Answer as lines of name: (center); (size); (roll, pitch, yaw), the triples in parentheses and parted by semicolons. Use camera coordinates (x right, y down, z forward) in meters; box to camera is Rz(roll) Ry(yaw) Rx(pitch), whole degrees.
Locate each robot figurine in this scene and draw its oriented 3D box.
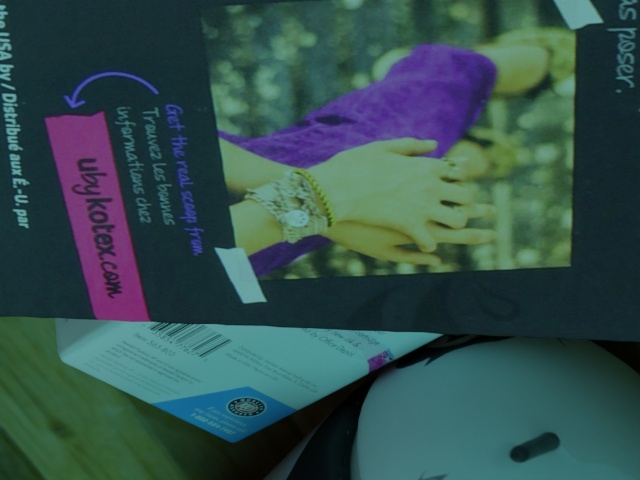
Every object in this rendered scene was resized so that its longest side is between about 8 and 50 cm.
robot figurine: (0.040, 0.153, 0.692); (0.173, 0.209, 0.278); (37, 125, -7)

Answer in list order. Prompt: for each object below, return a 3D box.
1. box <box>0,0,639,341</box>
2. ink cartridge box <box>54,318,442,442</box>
box: (-0.006, -0.079, 0.457); (0.270, 0.165, 0.143); (2, 131, -1)
ink cartridge box: (0.000, 0.000, 0.614); (0.181, 0.061, 0.104); (-29, 141, 25)
